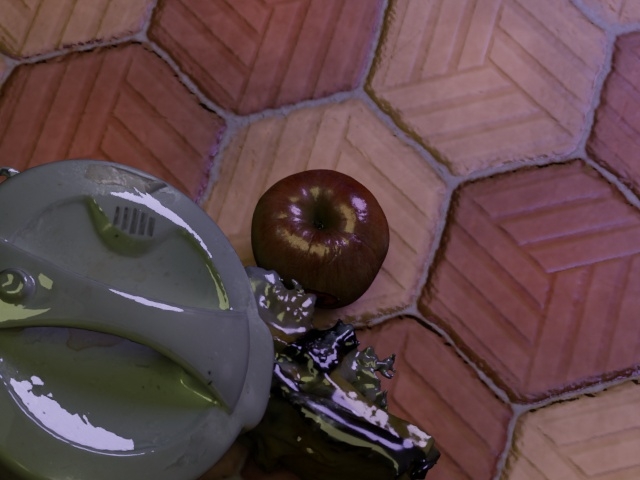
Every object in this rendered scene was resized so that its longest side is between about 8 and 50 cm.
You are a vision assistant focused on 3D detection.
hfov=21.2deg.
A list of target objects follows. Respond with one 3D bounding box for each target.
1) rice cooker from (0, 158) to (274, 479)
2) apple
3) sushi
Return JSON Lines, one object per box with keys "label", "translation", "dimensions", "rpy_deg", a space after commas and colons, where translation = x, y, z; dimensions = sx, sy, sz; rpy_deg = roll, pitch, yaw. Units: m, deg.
{"label": "rice cooker", "translation": [-0.204, 0.093, 1.346], "dimensions": [0.288, 0.277, 0.288], "rpy_deg": [11, 69, -30]}
{"label": "apple", "translation": [-0.001, -0.003, 1.542], "dimensions": [0.126, 0.102, 0.126], "rpy_deg": [1, 67, -2]}
{"label": "sushi", "translation": [-0.028, 0.126, 1.488], "dimensions": [0.291, 0.139, 0.131], "rpy_deg": [36, 56, 9]}
